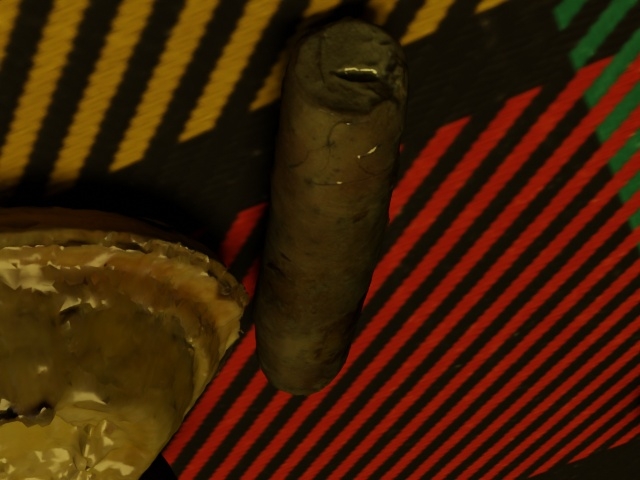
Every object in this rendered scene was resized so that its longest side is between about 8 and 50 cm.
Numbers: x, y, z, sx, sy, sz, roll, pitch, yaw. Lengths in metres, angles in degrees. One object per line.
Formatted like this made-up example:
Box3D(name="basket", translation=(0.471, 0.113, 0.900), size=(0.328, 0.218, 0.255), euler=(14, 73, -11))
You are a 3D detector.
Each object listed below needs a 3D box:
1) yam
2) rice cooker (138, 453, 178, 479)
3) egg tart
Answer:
Box3D(name="yam", translation=(0.000, 0.000, 0.737), size=(0.071, 0.067, 0.317), euler=(-2, 149, -7))
Box3D(name="rice cooker", translation=(-0.150, 0.213, 0.913), size=(0.142, 0.118, 0.203), euler=(-24, -169, -15))
Box3D(name="egg tart", translation=(-0.172, 0.089, 0.763), size=(0.290, 0.115, 0.290), euler=(-13, 151, -7))
